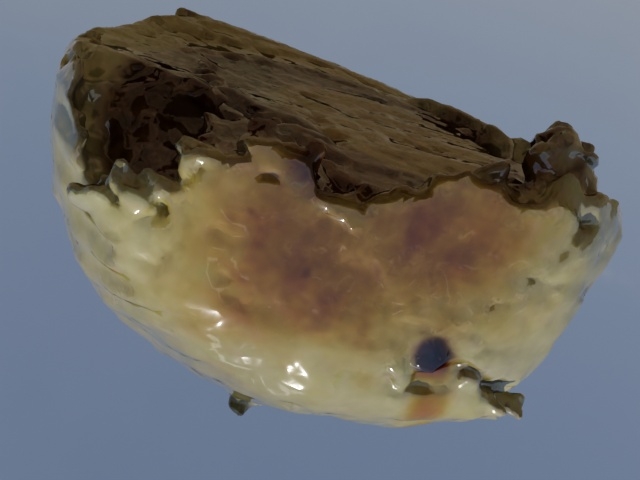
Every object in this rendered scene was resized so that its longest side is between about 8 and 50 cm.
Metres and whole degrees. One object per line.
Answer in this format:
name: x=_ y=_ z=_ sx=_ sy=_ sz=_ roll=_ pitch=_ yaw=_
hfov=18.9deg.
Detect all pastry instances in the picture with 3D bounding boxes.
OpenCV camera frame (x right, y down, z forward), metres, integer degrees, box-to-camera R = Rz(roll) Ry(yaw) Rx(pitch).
pastry: x=-0.008 y=-0.003 z=0.893 sx=0.256 sy=0.170 sz=0.237 roll=10 pitch=-167 yaw=-15
